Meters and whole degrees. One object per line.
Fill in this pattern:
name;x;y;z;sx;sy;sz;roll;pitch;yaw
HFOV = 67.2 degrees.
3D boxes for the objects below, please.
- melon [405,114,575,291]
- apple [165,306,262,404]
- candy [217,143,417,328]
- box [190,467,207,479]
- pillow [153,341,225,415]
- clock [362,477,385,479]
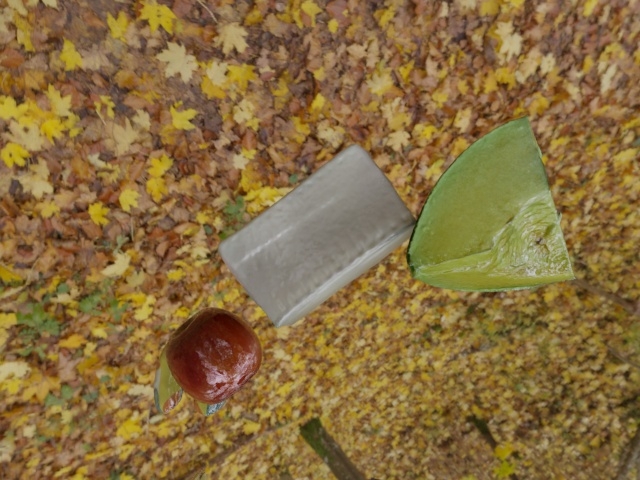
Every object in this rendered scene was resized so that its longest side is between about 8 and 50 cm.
melon;0.346;-0.008;0.887;0.331;0.226;0.343;-59;145;-5
apple;-0.210;0.226;0.958;0.181;0.181;0.168;-40;99;-4
candy;-0.001;-0.002;0.960;0.358;0.208;0.145;-38;165;2
box;-0.192;0.457;0.775;0.020;0.073;0.149;-11;87;8
pillow;-0.285;0.298;1.129;0.086;0.233;0.214;49;44;-57
clock;0.126;0.536;0.919;0.193;0.073;0.145;24;115;-26
